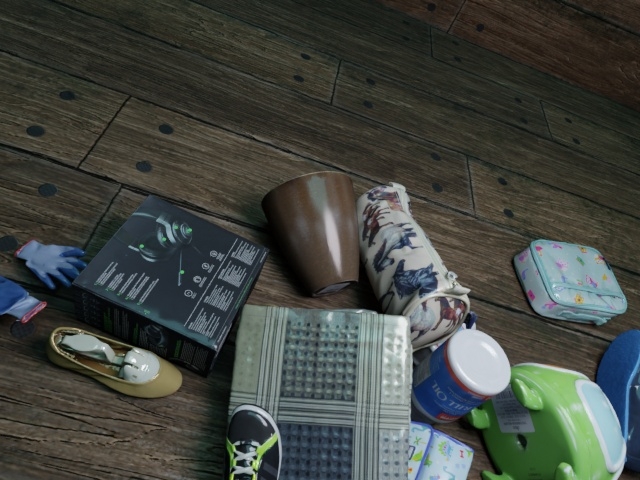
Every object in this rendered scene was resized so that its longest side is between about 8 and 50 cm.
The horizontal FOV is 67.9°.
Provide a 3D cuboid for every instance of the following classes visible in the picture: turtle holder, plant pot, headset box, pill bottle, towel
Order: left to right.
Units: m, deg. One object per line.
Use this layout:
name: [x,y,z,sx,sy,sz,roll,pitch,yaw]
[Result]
headset box: [-0.280,0.076,0.898,0.283,0.131,0.246,25,47,-3]
plant pot: [0.000,0.000,1.056,0.216,0.215,0.230,-7,71,-28]
towel: [0.002,0.272,0.810,0.313,0.056,0.323,4,73,1]
pill bottle: [0.272,0.217,1.052,0.160,0.087,0.087,-23,65,-36]
pill bottle: [0.244,0.271,0.903,0.125,0.221,0.124,12,49,-14]
turtle holder: [0.451,0.381,0.880,0.228,0.243,0.320,-4,41,-25]

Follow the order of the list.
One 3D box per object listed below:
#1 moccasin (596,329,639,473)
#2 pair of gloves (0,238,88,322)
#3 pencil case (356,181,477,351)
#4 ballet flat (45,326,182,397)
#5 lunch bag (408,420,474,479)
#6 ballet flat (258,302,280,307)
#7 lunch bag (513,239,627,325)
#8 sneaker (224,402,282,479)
moccasin: [0.725,0.373,1.113,0.117,0.137,0.342,33,61,-1]
pair of gloves: [-0.520,0.073,0.841,0.160,0.023,0.198,18,47,19]
pencil case: [0.185,0.037,1.049,0.160,0.183,0.410,29,27,-32]
ballet flat: [-0.347,0.205,0.801,0.233,0.073,0.080,18,48,-9]
lunch bag: [0.182,0.408,0.857,0.151,0.096,0.128,24,48,16]
ballet flat: [0.010,0.247,0.911,0.342,0.116,0.124,44,29,14]
lunch bag: [0.689,0.117,1.302,0.280,0.107,0.223,8,50,-17]
sneaker: [-0.102,0.365,0.698,0.084,0.097,0.234,-3,82,3]
